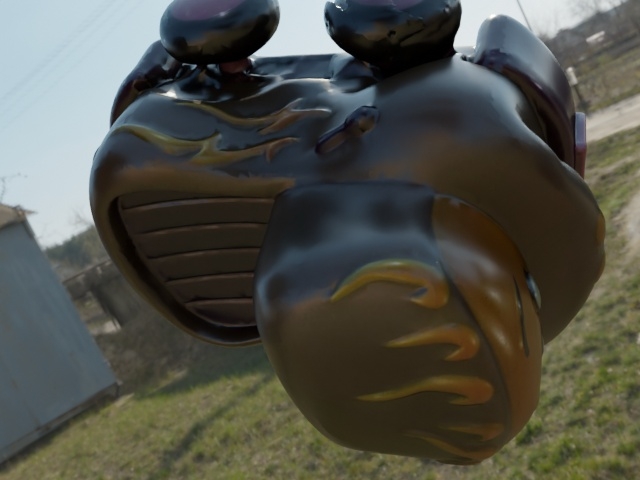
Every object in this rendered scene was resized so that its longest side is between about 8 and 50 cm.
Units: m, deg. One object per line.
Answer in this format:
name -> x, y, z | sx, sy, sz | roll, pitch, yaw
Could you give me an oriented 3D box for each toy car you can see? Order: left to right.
toy car -> 0.000, 0.000, 0.448 | 0.341, 0.271, 0.240 | 1, 47, 20
